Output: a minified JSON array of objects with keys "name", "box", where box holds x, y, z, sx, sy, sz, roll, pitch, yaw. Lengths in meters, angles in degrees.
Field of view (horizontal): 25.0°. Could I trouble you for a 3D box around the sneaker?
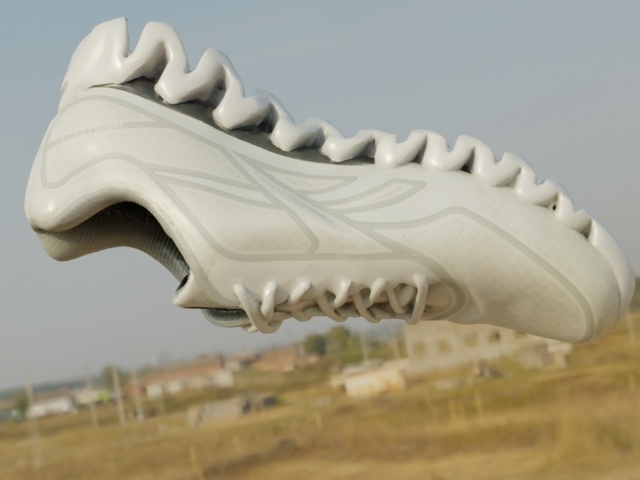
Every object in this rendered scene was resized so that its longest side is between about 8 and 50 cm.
[{"name":"sneaker","box":[0.000,0.000,0.682,0.292,0.118,0.110,19,-31,7]}]
